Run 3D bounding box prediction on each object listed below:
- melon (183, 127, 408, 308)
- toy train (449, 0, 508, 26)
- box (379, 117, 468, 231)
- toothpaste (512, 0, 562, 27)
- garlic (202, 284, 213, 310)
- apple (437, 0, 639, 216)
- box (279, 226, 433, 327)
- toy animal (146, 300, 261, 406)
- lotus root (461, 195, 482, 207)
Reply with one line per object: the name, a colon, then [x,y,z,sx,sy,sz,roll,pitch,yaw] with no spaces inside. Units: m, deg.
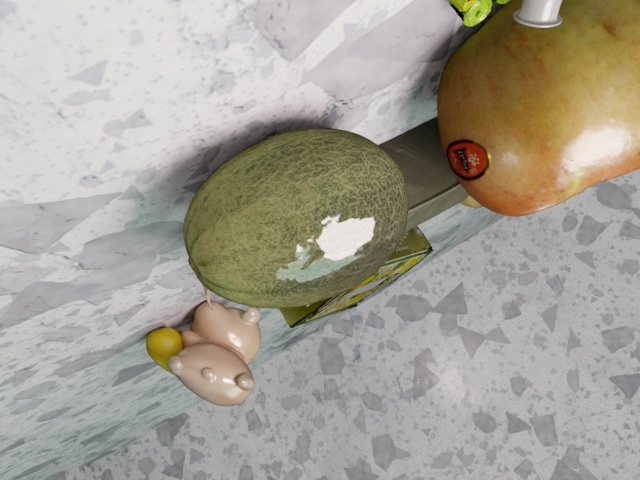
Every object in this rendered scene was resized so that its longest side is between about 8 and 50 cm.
melon: [-0.030,-0.031,0.713,0.329,0.248,0.248,-20,162,-19]
toy train: [0.268,-0.360,0.604,0.250,0.053,0.085,-34,159,8]
box: [0.190,-0.122,1.016,0.231,0.149,0.155,-27,164,-13]
toothpaste: [0.266,-0.361,0.511,0.096,0.061,0.266,-23,141,-23]
garlic: [-0.120,0.031,0.891,0.145,0.164,0.245,-22,167,39]
apple: [0.340,-0.212,0.762,0.338,0.305,0.338,-25,177,-1]
box: [0.113,0.100,1.582,0.373,0.138,0.420,-42,162,31]
toy animal: [-0.267,0.250,1.244,0.247,0.277,0.345,-57,-177,-18]
lotus root: [0.443,-0.186,1.285,0.310,0.182,0.183,-24,164,-44]
